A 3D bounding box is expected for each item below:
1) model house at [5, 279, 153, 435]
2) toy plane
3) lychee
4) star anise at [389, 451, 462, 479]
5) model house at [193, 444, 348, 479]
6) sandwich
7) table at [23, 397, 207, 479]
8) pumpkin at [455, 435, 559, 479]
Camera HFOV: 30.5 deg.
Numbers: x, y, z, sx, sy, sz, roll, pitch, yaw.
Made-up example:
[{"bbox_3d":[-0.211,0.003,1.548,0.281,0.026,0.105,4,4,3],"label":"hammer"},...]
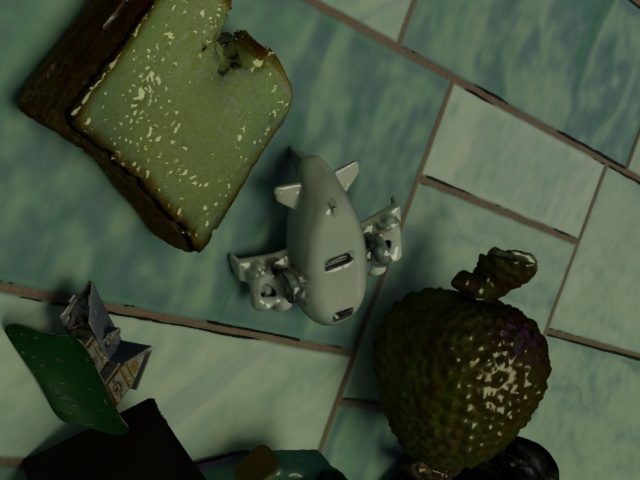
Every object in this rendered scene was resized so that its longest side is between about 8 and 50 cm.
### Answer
[{"bbox_3d":[-0.258,0.126,1.303,0.088,0.117,0.167,-57,139,-38],"label":"model house"},{"bbox_3d":[0.000,0.000,1.515,0.245,0.117,0.244,-15,123,-25],"label":"toy plane"},{"bbox_3d":[0.206,0.178,1.697,0.270,0.270,0.320,-23,104,-40],"label":"lychee"},{"bbox_3d":[0.169,0.378,1.876,0.212,0.073,0.197,-2,116,-57],"label":"star anise"},{"bbox_3d":[-0.116,0.415,1.514,0.249,0.230,0.280,4,102,-23],"label":"model house"},{"bbox_3d":[-0.162,-0.160,1.280,0.249,0.095,0.273,-56,139,-13],"label":"sandwich"},{"bbox_3d":[-0.209,0.328,1.337,0.169,0.172,0.193,-26,131,-4],"label":"table"},{"bbox_3d":[0.312,0.435,1.984,0.220,0.162,0.220,-50,155,-33],"label":"pumpkin"}]
